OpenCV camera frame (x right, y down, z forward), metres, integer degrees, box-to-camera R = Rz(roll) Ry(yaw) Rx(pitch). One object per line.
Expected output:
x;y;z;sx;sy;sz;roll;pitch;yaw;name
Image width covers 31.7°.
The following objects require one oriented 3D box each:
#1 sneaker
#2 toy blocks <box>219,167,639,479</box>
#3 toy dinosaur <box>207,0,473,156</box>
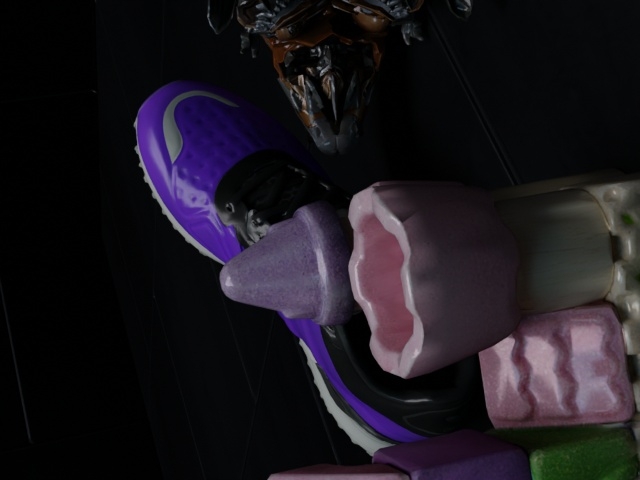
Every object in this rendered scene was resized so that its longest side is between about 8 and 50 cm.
0.001;0.000;0.700;0.293;0.102;0.146;50;160;3;sneaker
0.068;0.111;0.374;0.309;0.260;0.288;180;81;-73;toy blocks
-0.009;-0.202;0.662;0.218;0.164;0.322;-99;-16;-66;toy dinosaur
